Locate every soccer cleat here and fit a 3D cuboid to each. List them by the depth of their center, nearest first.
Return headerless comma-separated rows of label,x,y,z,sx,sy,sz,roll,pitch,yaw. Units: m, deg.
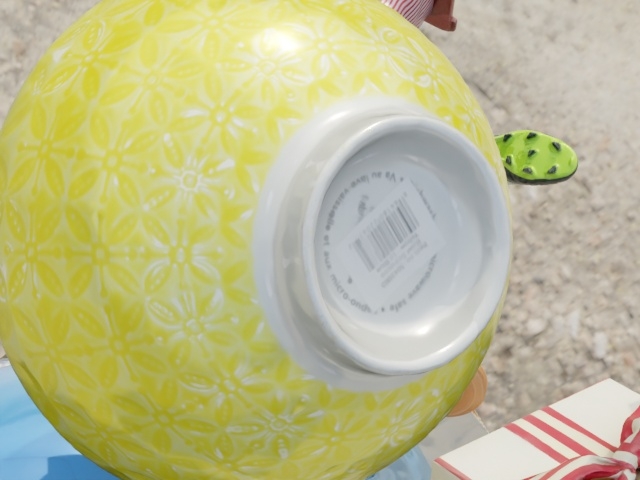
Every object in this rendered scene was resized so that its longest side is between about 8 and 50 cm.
soccer cleat,0.207,-0.087,1.350,0.072,0.179,0.060,32,68,-55

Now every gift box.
gift box,0.262,0.276,1.000,0.255,0.276,0.258,-21,122,-38

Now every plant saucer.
plant saucer,0.098,0.119,1.016,0.083,0.083,0.013,33,40,-7

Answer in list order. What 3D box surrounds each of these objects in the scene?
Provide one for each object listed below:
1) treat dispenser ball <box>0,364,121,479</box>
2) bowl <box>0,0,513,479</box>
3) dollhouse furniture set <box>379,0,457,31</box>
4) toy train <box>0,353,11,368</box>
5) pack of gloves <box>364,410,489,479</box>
treat dispenser ball,-0.159,0.217,0.744,0.288,0.288,0.288,9,64,-20
bowl,0.000,0.000,0.591,0.289,0.156,0.289,-1,92,-34
dollhouse furniture set,0.036,-0.295,1.192,0.152,0.374,0.201,29,66,16
toy train,-0.250,0.245,1.244,0.190,0.142,0.334,-45,128,-49
pack of gloves,0.123,0.312,1.362,0.046,0.232,0.195,-30,89,-51
